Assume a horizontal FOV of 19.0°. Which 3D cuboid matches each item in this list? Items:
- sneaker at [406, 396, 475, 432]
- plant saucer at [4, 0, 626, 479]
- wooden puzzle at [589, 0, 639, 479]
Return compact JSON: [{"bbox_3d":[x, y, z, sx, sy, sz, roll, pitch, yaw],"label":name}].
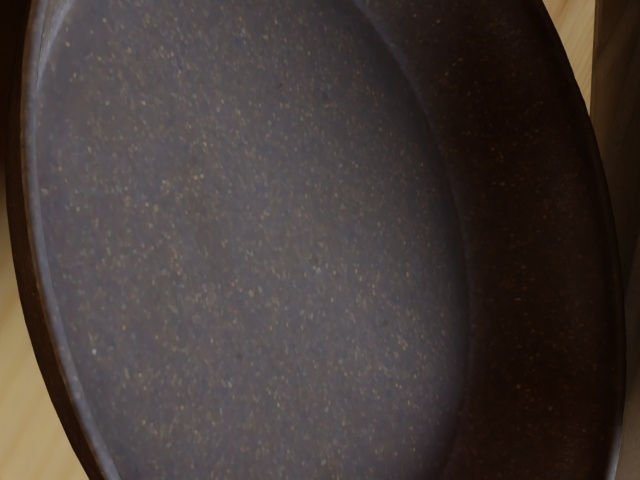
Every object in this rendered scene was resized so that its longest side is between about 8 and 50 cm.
[{"bbox_3d":[-0.003,0.087,0.570,0.122,0.110,0.283,-51,159,-5],"label":"sneaker"},{"bbox_3d":[0.000,0.000,0.406,0.199,0.036,0.198,20,63,-47],"label":"plant saucer"},{"bbox_3d":[0.127,-0.103,0.506,0.322,0.081,0.347,97,-2,-48],"label":"wooden puzzle"}]
